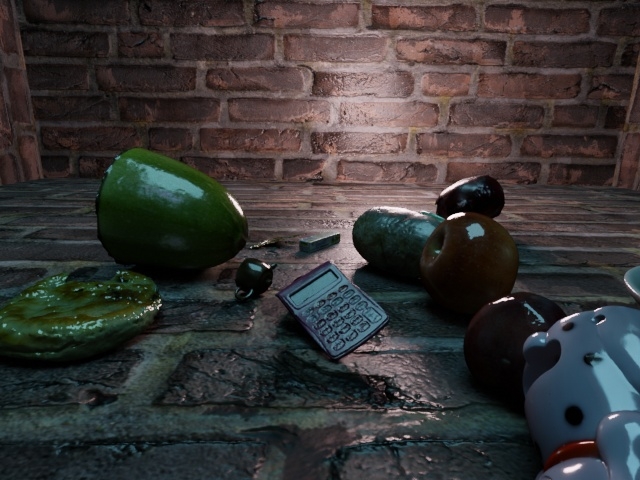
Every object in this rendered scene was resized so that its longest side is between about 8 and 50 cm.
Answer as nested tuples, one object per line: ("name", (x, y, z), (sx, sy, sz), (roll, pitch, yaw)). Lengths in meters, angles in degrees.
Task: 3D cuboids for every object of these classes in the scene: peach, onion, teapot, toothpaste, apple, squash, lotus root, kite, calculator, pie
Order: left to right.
("pie", (-0.433, 0.124, 0.722), (0.303, 0.066, 0.302), (2, 14, -1))
("squash", (-0.327, -0.069, 1.010), (0.309, 0.310, 0.310), (5, 16, 9))
("teapot", (-0.139, 0.086, 0.871), (0.068, 0.076, 0.121), (18, 48, 23))
("kite", (-0.124, 0.002, 1.219), (0.198, 0.006, 0.244), (-15, 10, -21))
("toothpaste", (0.000, 0.000, 1.257), (0.046, 0.034, 0.164), (12, 19, 35))
("calculator", (0.018, 0.117, 0.704), (0.127, 0.034, 0.190), (-30, 46, -20))
("lotus root", (0.212, 0.002, 1.013), (0.175, 0.174, 0.350), (-12, 20, -40))
("apple", (0.295, 0.047, 0.797), (0.162, 0.201, 0.201), (25, 14, -5))
("onion", (0.533, -0.113, 1.414), (0.252, 0.219, 0.252), (-25, -20, -10))
("peach", (0.273, 0.142, 0.548), (0.152, 0.152, 0.152), (1, 15, 0))

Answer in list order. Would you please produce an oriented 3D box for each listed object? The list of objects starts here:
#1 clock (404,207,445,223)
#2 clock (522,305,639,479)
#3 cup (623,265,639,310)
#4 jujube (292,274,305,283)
("clock", (0.320, -0.025, 1.129), (0.211, 0.066, 0.159), (32, -3, -25))
("clock", (0.252, 0.198, 0.334), (0.189, 0.188, 0.254), (9, 30, 27))
("cup", (0.559, 0.154, 0.482), (0.348, 0.163, 0.347), (1, 16, 0))
("jujube", (-0.003, 0.104, 0.805), (0.129, 0.077, 0.077), (8, 17, 38))
